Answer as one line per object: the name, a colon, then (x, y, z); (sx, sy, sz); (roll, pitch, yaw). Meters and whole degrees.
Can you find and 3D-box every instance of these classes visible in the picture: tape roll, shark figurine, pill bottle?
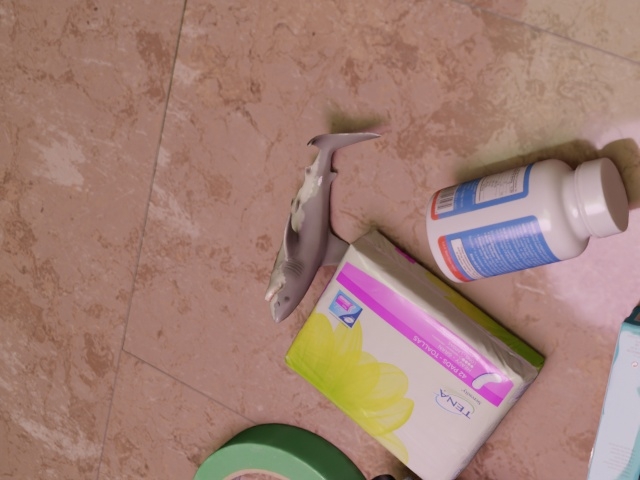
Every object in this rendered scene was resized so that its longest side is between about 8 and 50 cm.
tape roll: (-0.056, 0.447, 1.617); (0.321, 0.077, 0.321); (10, 111, 26)
shark figurine: (0.007, -0.025, 1.436); (0.116, 0.166, 0.278); (17, 97, -3)
pill bottle: (0.251, -0.028, 1.261); (0.221, 0.124, 0.124); (-14, 99, 32)

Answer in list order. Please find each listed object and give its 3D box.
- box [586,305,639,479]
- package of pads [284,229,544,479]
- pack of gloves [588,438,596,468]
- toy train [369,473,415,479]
box: (0.377, 0.210, 1.262); (0.060, 0.100, 0.244); (14, 105, 24)
package of pads: (0.117, 0.166, 1.413); (0.296, 0.101, 0.229); (38, 120, 14)
pack of gloves: (0.450, 0.344, 1.328); (0.232, 0.046, 0.195); (19, 100, 24)
toy train: (0.163, 0.459, 1.372); (0.142, 0.190, 0.334); (-41, 42, 5)
